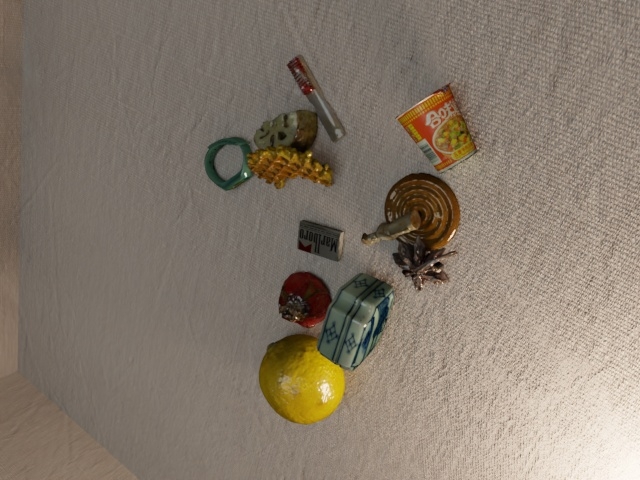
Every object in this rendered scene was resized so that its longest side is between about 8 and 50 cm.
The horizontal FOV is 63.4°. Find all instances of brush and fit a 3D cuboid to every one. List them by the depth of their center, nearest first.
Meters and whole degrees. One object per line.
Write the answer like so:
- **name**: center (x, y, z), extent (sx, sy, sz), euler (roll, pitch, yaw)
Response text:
- **brush**: center (-0.019, -0.484, 1.767), extent (0.060, 0.050, 0.321), euler (-31, 87, 31)

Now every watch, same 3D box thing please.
- **watch**: center (-0.353, -0.305, 2.022), extent (0.237, 0.068, 0.195), euler (-24, 88, 39)

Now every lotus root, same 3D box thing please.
- **lotus root**: center (-0.120, -0.365, 1.820), extent (0.235, 0.119, 0.138), euler (-22, 88, 33)

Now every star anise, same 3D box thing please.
- **star anise**: center (0.332, 0.076, 1.670), extent (0.209, 0.089, 0.231), euler (30, 146, 4)

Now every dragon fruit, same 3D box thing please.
- **dragon fruit**: center (-0.083, 0.240, 1.958), extent (0.218, 0.148, 0.224), euler (-26, 90, 34)

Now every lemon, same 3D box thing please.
- **lemon**: center (-0.067, 0.516, 1.939), extent (0.336, 0.336, 0.336), euler (10, 109, 30)

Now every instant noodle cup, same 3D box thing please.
- **instant noodle cup**: center (0.353, -0.319, 1.514), extent (0.193, 0.193, 0.212), euler (-29, 95, 35)

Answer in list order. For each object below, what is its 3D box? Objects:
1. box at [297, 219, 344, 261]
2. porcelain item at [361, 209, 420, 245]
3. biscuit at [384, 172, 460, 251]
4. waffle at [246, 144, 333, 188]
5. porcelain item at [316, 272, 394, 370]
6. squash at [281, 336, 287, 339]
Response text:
- **box**: center (0.000, 0.000, 1.903), extent (0.177, 0.036, 0.115), euler (17, 113, 27)
- **porcelain item**: center (0.225, -0.031, 1.692), extent (0.213, 0.084, 0.054), euler (-26, 118, 39)
- **biscuit**: center (0.322, -0.088, 1.675), extent (0.262, 0.037, 0.262), euler (10, 110, 30)
- **waffle**: center (-0.113, -0.256, 1.790), extent (0.293, 0.260, 0.069), euler (0, 70, 29)
- **porcelain item**: center (0.127, 0.275, 1.755), extent (0.157, 0.286, 0.281), euler (26, 115, 20)
- **squash**: center (-0.144, 0.500, 2.123), extent (0.069, 0.069, 0.239), euler (16, 113, 27)
